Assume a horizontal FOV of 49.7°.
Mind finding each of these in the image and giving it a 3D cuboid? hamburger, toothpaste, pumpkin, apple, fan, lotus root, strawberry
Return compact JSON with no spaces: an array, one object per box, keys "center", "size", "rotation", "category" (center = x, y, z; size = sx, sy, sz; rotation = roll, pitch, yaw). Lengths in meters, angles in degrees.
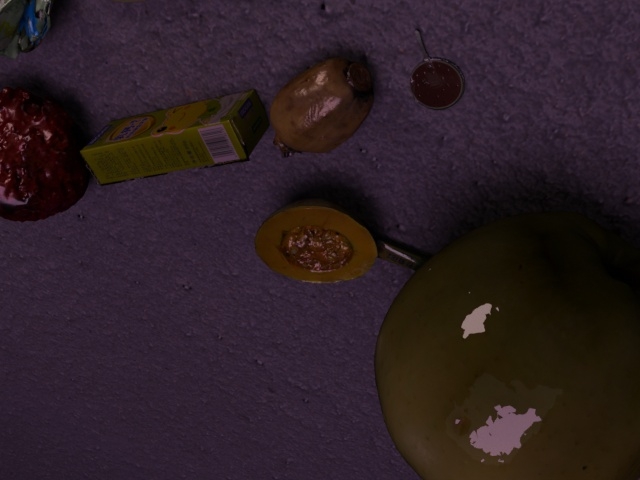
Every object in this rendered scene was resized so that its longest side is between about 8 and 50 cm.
[{"center":[-0.568,-0.402,1.093],"size":[0.276,0.150,0.260],"rotation":[-10,122,29],"category":"hamburger"},{"center":[0.177,0.039,1.255],"size":[0.204,0.031,0.049],"rotation":[21,129,6],"category":"toothpaste"},{"center":[-0.004,-0.015,1.240],"size":[0.217,0.110,0.217],"rotation":[3,135,3],"category":"pumpkin"},{"center":[0.313,0.178,1.046],"size":[0.473,0.473,0.473],"rotation":[11,132,13],"category":"apple"},{"center":[0.165,-0.252,1.029],"size":[0.085,0.005,0.133],"rotation":[-10,125,29],"category":"fan"},{"center":[-0.009,-0.195,1.074],"size":[0.221,0.118,0.125],"rotation":[-35,93,36],"category":"lotus root"},{"center":[-0.559,-0.141,1.264],"size":[0.274,0.220,0.274],"rotation":[9,133,10],"category":"strawberry"},{"center":[-0.250,-0.174,1.187],"size":[0.327,0.110,0.077],"rotation":[-6,128,26],"category":"toothpaste"}]

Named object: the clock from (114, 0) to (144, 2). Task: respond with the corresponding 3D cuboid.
[{"center":[-0.315,-0.429,0.981],"size":[0.235,0.029,0.235],"rotation":[8,158,3],"category":"clock"}]
